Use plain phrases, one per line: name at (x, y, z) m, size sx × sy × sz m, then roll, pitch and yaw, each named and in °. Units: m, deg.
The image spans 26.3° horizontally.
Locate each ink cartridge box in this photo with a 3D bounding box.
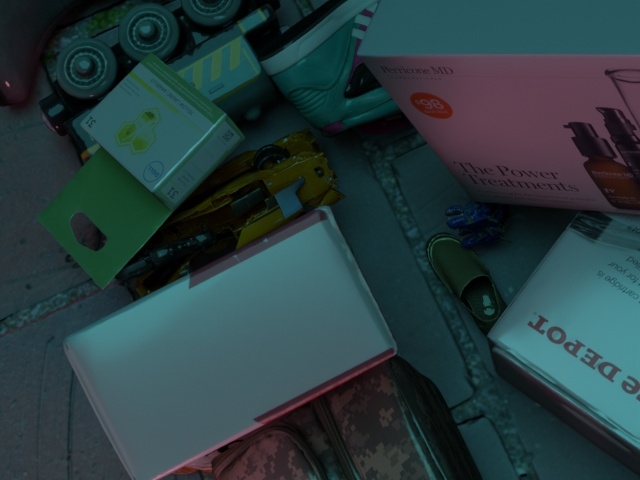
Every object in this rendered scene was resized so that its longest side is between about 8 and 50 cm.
ink cartridge box at (-0.080, 0.102, 1.431) m, size 0.279 × 0.384 × 0.160 m, roll -28°, pitch 89°, yaw -1°
ink cartridge box at (0.408, 0.054, 1.485) m, size 0.285 × 0.166 × 0.395 m, roll 35°, pitch 80°, yaw 20°
ink cartridge box at (-0.219, -0.083, 1.558) m, size 0.235 × 0.056 × 0.171 m, roll -46°, pitch 50°, yaw -4°

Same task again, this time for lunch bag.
lunch bag at (0.045, 0.307, 1.449) m, size 0.256 × 0.212 × 0.305 m, roll -29°, pitch 70°, yaw 10°

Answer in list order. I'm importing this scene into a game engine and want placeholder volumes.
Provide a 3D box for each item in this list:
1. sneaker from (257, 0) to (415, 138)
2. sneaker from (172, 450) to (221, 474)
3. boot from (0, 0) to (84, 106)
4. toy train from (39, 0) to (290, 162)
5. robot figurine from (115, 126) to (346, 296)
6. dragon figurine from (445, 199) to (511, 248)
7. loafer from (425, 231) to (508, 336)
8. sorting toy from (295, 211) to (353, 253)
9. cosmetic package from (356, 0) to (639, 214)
sneaker at (0.069, -0.217, 1.666) m, size 0.295 × 0.124 × 0.178 m, roll -41°, pitch 107°, yaw -36°
sneaker at (-0.150, 0.250, 1.593) m, size 0.083 × 0.032 × 0.037 m, roll -2°, pitch 62°, yaw 1°
boot at (-0.309, -0.332, 1.776) m, size 0.223 × 0.118 × 0.338 m, roll 5°, pitch 77°, yaw 6°
toy train at (-0.177, -0.195, 1.698) m, size 0.334 × 0.142 × 0.190 m, roll -31°, pitch 81°, yaw -3°
robot figurine at (-0.120, -0.027, 1.609) m, size 0.291 × 0.211 × 0.085 m, roll -29°, pitch 108°, yaw 3°
dragon figurine at (0.258, -0.099, 1.604) m, size 0.289 × 0.085 × 0.144 m, roll -26°, pitch 70°, yaw -8°
loafer at (0.174, 0.046, 1.591) m, size 0.056 × 0.050 × 0.148 m, roll -37°, pitch 70°, yaw -4°
sorting toy at (0.000, 0.000, 1.648) m, size 0.102 × 0.042 × 0.061 m, roll 38°, pitch 97°, yaw 7°
cosmetic package at (0.265, -0.133, 1.341) m, size 0.377 × 0.284 × 0.097 m, roll 6°, pitch 61°, yaw 37°
